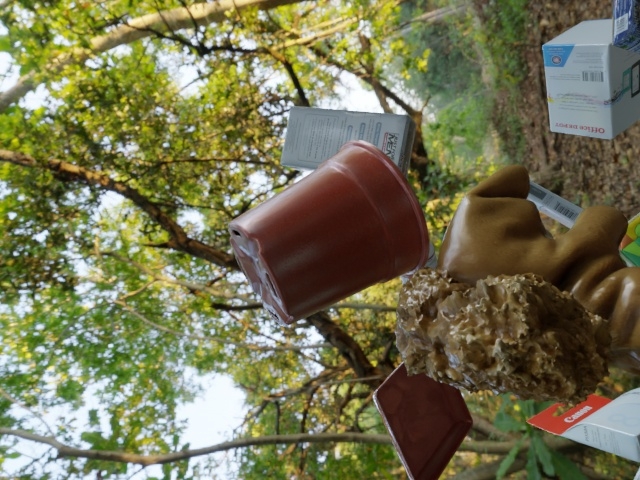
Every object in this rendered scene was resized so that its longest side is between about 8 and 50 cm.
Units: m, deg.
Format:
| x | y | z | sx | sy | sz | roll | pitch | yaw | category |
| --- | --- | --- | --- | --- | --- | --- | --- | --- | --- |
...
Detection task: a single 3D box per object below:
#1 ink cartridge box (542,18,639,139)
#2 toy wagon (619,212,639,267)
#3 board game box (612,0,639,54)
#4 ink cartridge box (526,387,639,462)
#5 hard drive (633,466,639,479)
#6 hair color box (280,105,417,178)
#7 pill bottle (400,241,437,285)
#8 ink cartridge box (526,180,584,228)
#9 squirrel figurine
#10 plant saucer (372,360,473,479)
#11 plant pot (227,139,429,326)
| x | y | z | sx | sy | sz | roll | pitch | yaw | category |
| --- | --- | --- | --- | --- | --- | --- | --- | --- | --- |
| 0.786 | -0.459 | 1.432 | 0.197 | 0.198 | 0.269 | -33 | -57 | -19 | ink cartridge box |
| 1.114 | 0.059 | 1.590 | 0.344 | 0.267 | 0.068 | 53 | -177 | 26 | toy wagon |
| 0.634 | -0.437 | 0.928 | 0.060 | 0.194 | 0.193 | 166 | 110 | -71 | board game box |
| 0.917 | 0.550 | 1.629 | 0.309 | 0.385 | 0.091 | -15 | -83 | -29 | ink cartridge box |
| 0.605 | 0.476 | 0.789 | 0.338 | 0.237 | 0.064 | -54 | -50 | -12 | hard drive |
| 0.080 | -0.287 | 1.507 | 0.114 | 0.375 | 0.185 | 4 | -84 | -64 | hair color box |
| 0.293 | 0.071 | 1.529 | 0.121 | 0.121 | 0.216 | -64 | -41 | -57 | pill bottle |
| 0.709 | -0.089 | 1.558 | 0.066 | 0.189 | 0.232 | -53 | -25 | -1 | ink cartridge box |
| 0.315 | 0.106 | 0.660 | 0.397 | 0.371 | 0.280 | -25 | -57 | -30 | squirrel figurine |
| 0.225 | 0.377 | 1.125 | 0.259 | 0.048 | 0.258 | -31 | -80 | -45 | plant saucer |
| 0.000 | 0.000 | 0.886 | 0.272 | 0.265 | 0.272 | 49 | 156 | 31 | plant pot |
